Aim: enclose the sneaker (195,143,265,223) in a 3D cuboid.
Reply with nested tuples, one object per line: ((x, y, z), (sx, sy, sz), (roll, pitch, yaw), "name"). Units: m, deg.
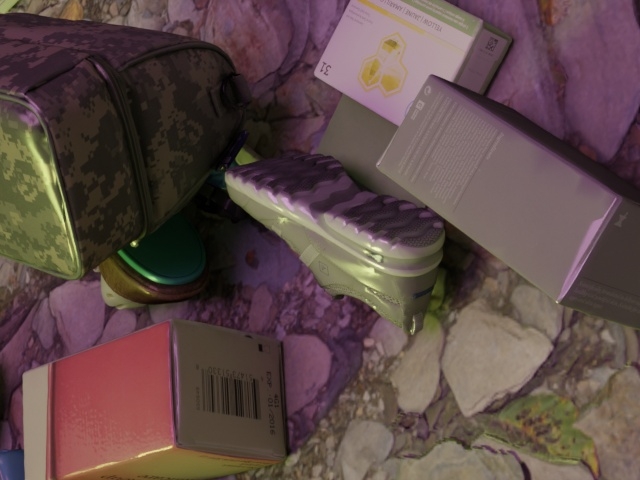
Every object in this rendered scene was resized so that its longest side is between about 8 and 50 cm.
((-0.113, -0.076, 1.552), (0.152, 0.058, 0.084), (41, 99, 36), "sneaker")

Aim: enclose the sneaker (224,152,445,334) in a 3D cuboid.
((0.000, 0.000, 1.383), (0.281, 0.105, 0.115), (32, 130, 48), "sneaker")

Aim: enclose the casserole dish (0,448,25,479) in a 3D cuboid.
((-0.365, 0.325, 1.699), (0.114, 0.037, 0.188), (-39, 55, 31), "casserole dish")

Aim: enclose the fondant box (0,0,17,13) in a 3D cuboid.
((-0.389, -0.432, 1.798), (0.330, 0.238, 0.096), (-34, 58, 33), "fondant box")

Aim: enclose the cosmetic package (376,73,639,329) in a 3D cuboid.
((0.174, -0.034, 1.212), (0.238, 0.127, 0.107), (45, 109, 44), "cosmetic package")

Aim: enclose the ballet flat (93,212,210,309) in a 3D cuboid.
((-0.219, -0.005, 1.612), (0.342, 0.116, 0.124), (48, 132, 41), "ballet flat")

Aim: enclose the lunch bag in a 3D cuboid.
((-0.253, -0.121, 1.483), (0.305, 0.256, 0.212), (14, 130, 38), "lunch bag")

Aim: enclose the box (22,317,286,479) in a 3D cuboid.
((-0.166, 0.171, 1.467), (0.232, 0.148, 0.127), (-21, 65, 40), "box")

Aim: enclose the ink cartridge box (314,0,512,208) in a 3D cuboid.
((0.059, -0.121, 1.402), (0.171, 0.056, 0.235), (37, 103, 44), "ink cartridge box")
